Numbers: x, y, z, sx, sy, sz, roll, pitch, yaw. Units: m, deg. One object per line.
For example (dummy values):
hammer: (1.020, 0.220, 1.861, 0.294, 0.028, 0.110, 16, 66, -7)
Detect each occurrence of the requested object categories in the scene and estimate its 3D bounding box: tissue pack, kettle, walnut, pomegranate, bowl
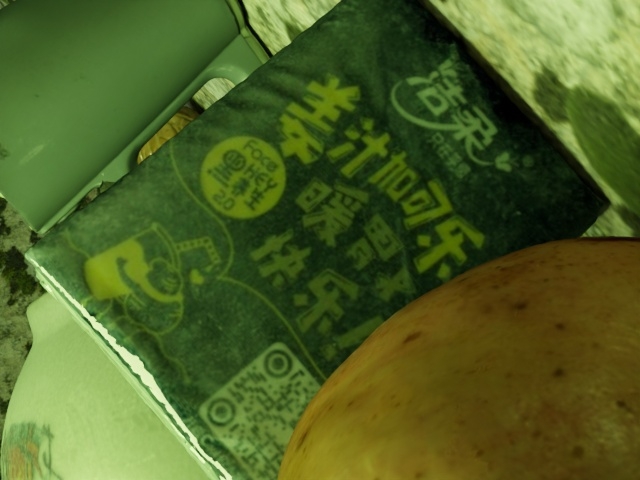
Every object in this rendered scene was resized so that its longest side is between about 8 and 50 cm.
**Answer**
tissue pack: (0.000, 0.000, 0.644, 0.185, 0.257, 0.081, 49, 167, 3)
kettle: (-0.166, -0.120, 0.944, 0.210, 0.243, 0.160, 52, 171, -9)
walnut: (-0.160, -0.103, 1.385, 0.124, 0.105, 0.105, 50, 170, -28)
pomegranate: (0.146, 0.139, 0.477, 0.338, 0.338, 0.338, 47, 169, 11)
bowl: (-0.093, 0.080, 0.891, 0.196, 0.435, 0.435, 56, 169, -5)

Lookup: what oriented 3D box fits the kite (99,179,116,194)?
kite: (0.009, -0.001, 0.779, 0.314, 0.335, 0.011, 15, 134, -16)
